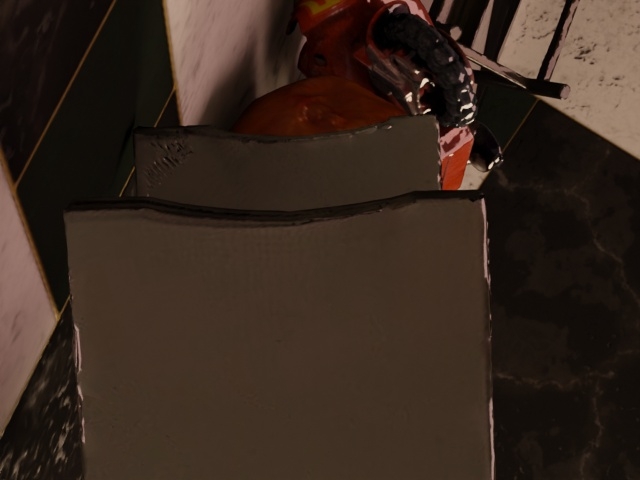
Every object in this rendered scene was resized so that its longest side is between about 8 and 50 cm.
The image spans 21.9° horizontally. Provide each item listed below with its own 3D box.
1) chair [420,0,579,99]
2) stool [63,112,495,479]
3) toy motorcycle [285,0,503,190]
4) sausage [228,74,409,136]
[{"bbox_3d":[0.088,-0.207,1.279,0.260,0.141,0.154,17,-94,54],"label":"chair"},{"bbox_3d":[-0.011,0.089,0.769,0.243,0.170,0.269,-91,178,-78],"label":"stool"},{"bbox_3d":[0.043,-0.097,1.148,0.089,0.171,0.298,-40,166,-17],"label":"toy motorcycle"},{"bbox_3d":[-0.001,0.001,1.088,0.141,0.153,0.268,-56,167,-21],"label":"sausage"}]
